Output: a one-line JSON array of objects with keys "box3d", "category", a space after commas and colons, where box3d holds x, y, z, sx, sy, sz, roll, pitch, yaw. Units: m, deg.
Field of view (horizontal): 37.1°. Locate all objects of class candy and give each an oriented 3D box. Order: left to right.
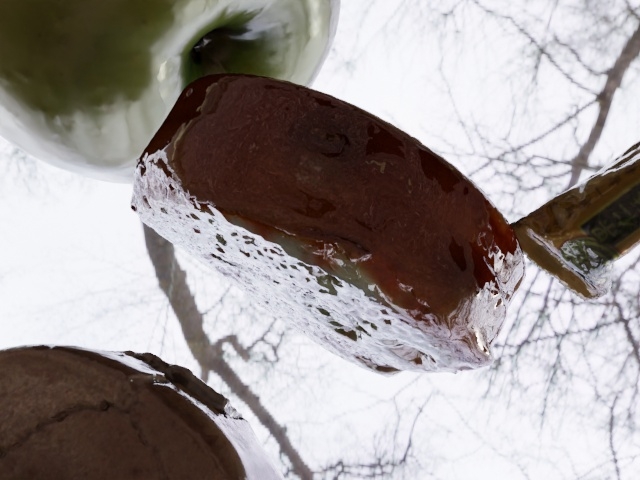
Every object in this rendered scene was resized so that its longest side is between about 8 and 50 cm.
[{"box3d": [0.351, -0.041, 1.081, 0.143, 0.271, 0.101, 44, -154, -6], "category": "candy"}]

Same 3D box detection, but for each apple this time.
[{"box3d": [-0.213, -0.296, 1.034, 0.473, 0.474, 0.474, 2, -134, -2], "category": "apple"}]

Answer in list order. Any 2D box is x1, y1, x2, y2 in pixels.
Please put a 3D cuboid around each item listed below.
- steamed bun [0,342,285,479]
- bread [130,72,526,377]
[{"box3d": [-0.136, 0.181, 0.696, 0.301, 0.251, 0.199, 32, -90, 20], "category": "steamed bun"}, {"box3d": [-0.002, -0.002, 0.738, 0.295, 0.327, 0.114, 34, -103, -11], "category": "bread"}]
